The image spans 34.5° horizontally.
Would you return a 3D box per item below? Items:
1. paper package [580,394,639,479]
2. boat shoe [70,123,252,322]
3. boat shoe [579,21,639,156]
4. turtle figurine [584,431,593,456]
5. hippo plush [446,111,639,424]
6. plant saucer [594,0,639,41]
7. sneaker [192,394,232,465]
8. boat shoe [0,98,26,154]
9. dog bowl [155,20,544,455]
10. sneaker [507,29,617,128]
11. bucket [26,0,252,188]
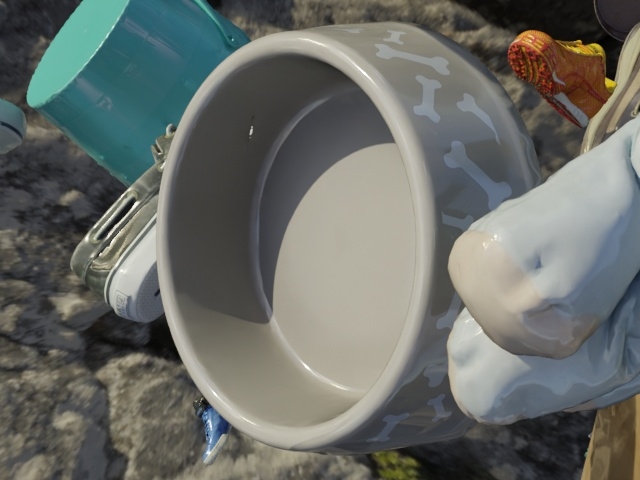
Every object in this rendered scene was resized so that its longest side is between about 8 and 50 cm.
[{"bbox_3d":[0.438,0.309,1.174,0.168,0.325,0.310,3,115,-6],"label":"paper package"},{"bbox_3d":[-0.132,-0.072,1.080,0.119,0.121,0.335,31,64,19],"label":"boat shoe"},{"bbox_3d":[0.449,-0.155,1.376,0.132,0.130,0.355,28,72,-31],"label":"boat shoe"},{"bbox_3d":[0.516,0.397,1.693,0.118,0.175,0.234,20,73,-12],"label":"turtle figurine"},{"bbox_3d":[0.234,0.045,0.522,0.294,0.234,0.236,-42,61,-3],"label":"hippo plush"},{"bbox_3d":[0.537,-0.422,1.753,0.168,0.029,0.168,-4,111,-11],"label":"plant saucer"},{"bbox_3d":[-0.201,0.328,1.857,0.084,0.058,0.152,28,50,-4],"label":"sneaker"},{"bbox_3d":[-0.466,-0.097,1.212,0.135,0.367,0.157,-3,89,13],"label":"boat shoe"},{"bbox_3d":[0.000,0.000,0.786,0.102,0.348,0.349,-2,88,-44],"label":"dog bowl"},{"bbox_3d":[0.218,-0.158,0.925,0.064,0.175,0.067,42,102,27],"label":"sneaker"},{"bbox_3d":[-0.244,-0.226,1.374,0.183,0.281,0.281,37,85,-30],"label":"bucket"}]
